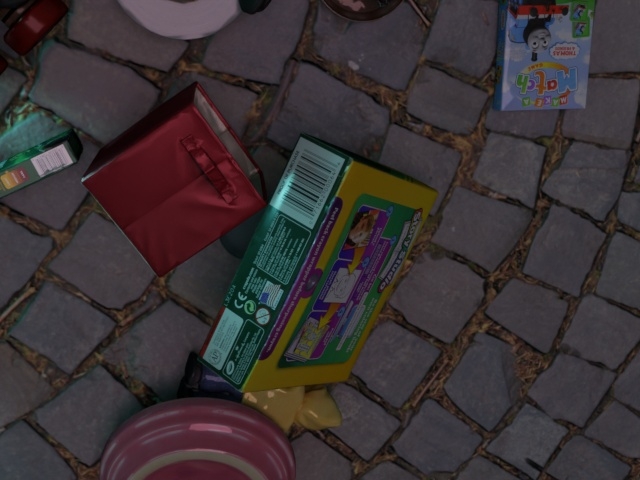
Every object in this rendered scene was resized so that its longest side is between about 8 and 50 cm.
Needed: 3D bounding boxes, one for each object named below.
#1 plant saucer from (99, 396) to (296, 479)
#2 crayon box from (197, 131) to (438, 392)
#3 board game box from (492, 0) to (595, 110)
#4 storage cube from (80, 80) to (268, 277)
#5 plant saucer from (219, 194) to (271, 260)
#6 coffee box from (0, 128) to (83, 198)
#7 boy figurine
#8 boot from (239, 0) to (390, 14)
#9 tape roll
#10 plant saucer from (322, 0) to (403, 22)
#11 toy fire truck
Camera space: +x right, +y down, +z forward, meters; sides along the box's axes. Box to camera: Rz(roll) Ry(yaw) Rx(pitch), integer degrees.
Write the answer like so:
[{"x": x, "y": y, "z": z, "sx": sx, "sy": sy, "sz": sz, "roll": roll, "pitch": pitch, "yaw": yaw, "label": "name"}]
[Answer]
[{"x": -0.205, "y": 0.412, "z": 1.323, "sx": 0.331, "sy": 0.084, "sz": 0.332, "roll": -2, "pitch": 122, "yaw": -4, "label": "plant saucer"}, {"x": 0.009, "y": 0.046, "z": 1.215, "sx": 0.313, "sy": 0.106, "sz": 0.363, "roll": 10, "pitch": 108, "yaw": -60, "label": "crayon box"}, {"x": 0.375, "y": -0.327, "z": 1.322, "sx": 0.160, "sy": 0.039, "sz": 0.212, "roll": -4, "pitch": 107, "yaw": -12, "label": "board game box"}, {"x": -0.209, "y": -0.095, "z": 1.166, "sx": 0.193, "sy": 0.215, "sz": 0.184, "roll": -34, "pitch": 111, "yaw": 5, "label": "storage cube"}, {"x": -0.113, "y": -0.024, "z": 1.303, "sx": 0.119, "sy": 0.021, "sz": 0.120, "roll": -3, "pitch": 105, "yaw": -12, "label": "plant saucer"}, {"x": -0.444, "y": -0.102, "z": 1.158, "sx": 0.184, "sy": 0.113, "sz": 0.040, "roll": -26, "pitch": 111, "yaw": -3, "label": "coffee box"}, {"x": -0.095, "y": 0.262, "z": 1.352, "sx": 0.285, "sy": 0.092, "sz": 0.177, "roll": 12, "pitch": 102, "yaw": -17, "label": "boy figurine"}, {"x": 0.028, "y": -0.402, "z": 1.144, "sx": 0.229, "sy": 0.091, "sz": 0.263, "roll": 22, "pitch": 111, "yaw": -41, "label": "boot"}, {"x": -0.204, "y": -0.406, "z": 1.149, "sx": 0.219, "sy": 0.072, "sz": 0.219, "roll": -3, "pitch": 107, "yaw": -11, "label": "tape roll"}, {"x": 0.065, "y": -0.428, "z": 1.227, "sx": 0.168, "sy": 0.029, "sz": 0.169, "roll": -3, "pitch": 105, "yaw": -11, "label": "plant saucer"}, {"x": -0.433, "y": -0.314, "z": 1.003, "sx": 0.169, "sy": 0.253, "sz": 0.302, "roll": 46, "pitch": 63, "yaw": -22, "label": "toy fire truck"}]
